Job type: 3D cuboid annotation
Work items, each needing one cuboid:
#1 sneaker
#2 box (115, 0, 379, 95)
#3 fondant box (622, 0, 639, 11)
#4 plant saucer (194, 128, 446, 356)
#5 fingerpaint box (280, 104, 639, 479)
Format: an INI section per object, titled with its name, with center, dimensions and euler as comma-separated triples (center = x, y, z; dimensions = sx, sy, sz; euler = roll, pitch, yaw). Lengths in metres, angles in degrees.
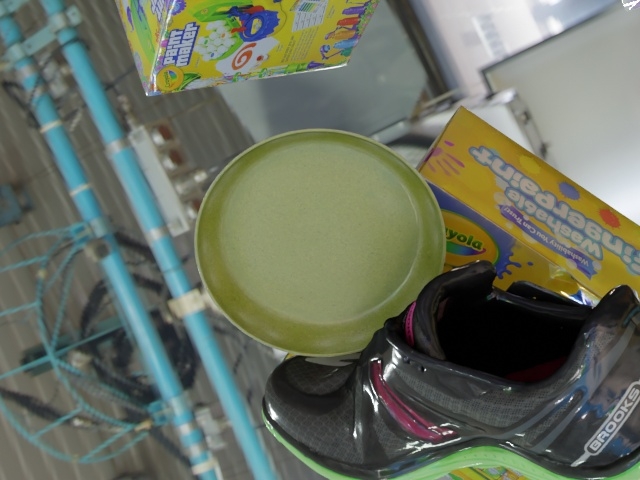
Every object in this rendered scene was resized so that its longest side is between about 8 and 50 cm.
[sneaker]
center = 0.123, 0.112, 1.038
dimensions = 0.185, 0.482, 0.202
euler = -44, -67, -41
[box]
center = -0.080, -0.336, 1.346
dimensions = 0.279, 0.290, 0.177
euler = -12, -110, -22
[fondant box]
center = 0.618, -0.461, 1.658
dimensions = 0.330, 0.238, 0.096
euler = -28, -81, -23
[plant saucer]
center = 0.000, 0.000, 1.097
dimensions = 0.241, 0.241, 0.037
euler = 53, -164, -20
[fingerpaint box]
center = 0.236, 0.121, 1.330
dimensions = 0.445, 0.371, 0.163
euler = 33, -138, 0
